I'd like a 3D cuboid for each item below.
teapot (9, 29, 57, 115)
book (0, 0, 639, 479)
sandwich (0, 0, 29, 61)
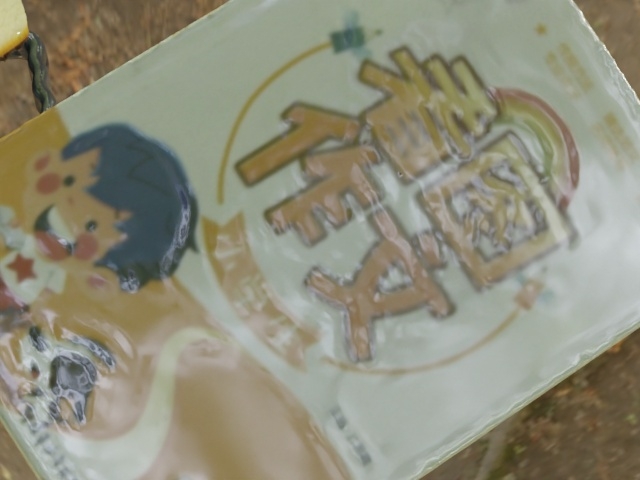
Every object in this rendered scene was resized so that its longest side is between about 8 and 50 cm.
[{"bbox_3d":[-0.417,-0.160,1.568,0.305,0.223,0.285,-19,39,24],"label":"teapot"},{"bbox_3d":[0.000,0.000,0.672,0.295,0.020,0.208,-33,89,-11],"label":"book"},{"bbox_3d":[-0.331,-0.148,1.106,0.186,0.220,0.108,3,116,21],"label":"sandwich"}]
